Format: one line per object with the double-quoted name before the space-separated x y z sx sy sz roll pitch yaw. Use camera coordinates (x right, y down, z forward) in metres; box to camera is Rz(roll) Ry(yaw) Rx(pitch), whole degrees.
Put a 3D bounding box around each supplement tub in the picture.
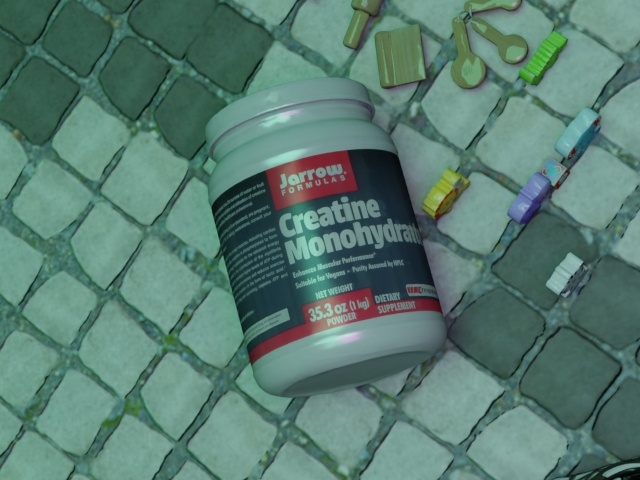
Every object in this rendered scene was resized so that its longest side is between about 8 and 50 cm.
"supplement tub" 0.000 0.000 1.449 0.191 0.191 0.272 -19 76 16

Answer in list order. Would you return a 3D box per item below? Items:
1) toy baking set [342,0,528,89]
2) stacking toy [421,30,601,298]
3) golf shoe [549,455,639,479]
"toy baking set" 0.137 -0.267 1.532 0.196 0.030 0.256 17 88 18
"stacking toy" 0.226 -0.074 1.456 0.167 0.052 0.221 37 94 20
"golf shoe" 0.246 0.244 1.378 0.198 0.094 0.077 -29 75 14
